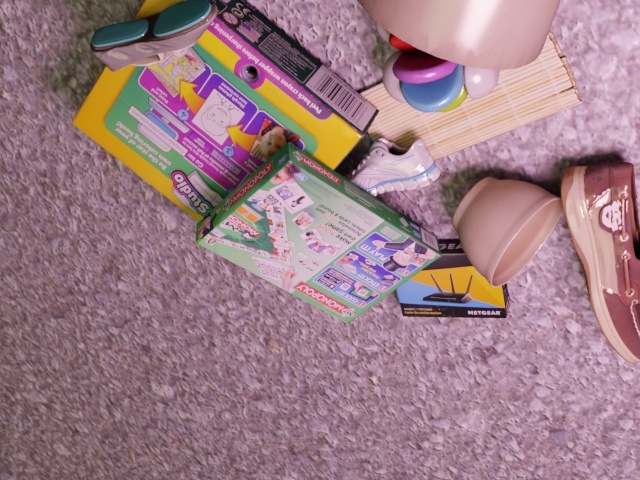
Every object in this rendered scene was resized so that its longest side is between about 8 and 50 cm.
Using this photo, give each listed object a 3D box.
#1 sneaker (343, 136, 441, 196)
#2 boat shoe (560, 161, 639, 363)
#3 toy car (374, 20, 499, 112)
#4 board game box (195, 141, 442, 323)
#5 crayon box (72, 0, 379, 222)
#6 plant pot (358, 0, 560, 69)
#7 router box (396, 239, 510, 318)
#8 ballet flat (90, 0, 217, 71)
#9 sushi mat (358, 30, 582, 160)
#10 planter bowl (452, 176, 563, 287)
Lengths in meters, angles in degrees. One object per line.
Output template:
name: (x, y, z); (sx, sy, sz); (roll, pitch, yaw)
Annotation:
sneaker: (0.082, -0.112, 1.412); (0.190, 0.071, 0.083); (-15, 111, 21)
boat shoe: (0.458, 0.035, 1.367); (0.123, 0.123, 0.342); (-11, 115, 29)
toy car: (0.146, -0.252, 1.239); (0.159, 0.136, 0.182); (2, 115, 25)
board game box: (0.000, 0.000, 1.420); (0.317, 0.046, 0.213); (31, 127, -33)
crayon box: (-0.150, -0.187, 1.417); (0.363, 0.106, 0.313); (39, 126, -6)
plant pot: (0.194, -0.380, 1.052); (0.256, 0.256, 0.274); (25, 132, 2)
router box: (0.212, 0.063, 1.527); (0.178, 0.046, 0.133); (-2, 124, 22)
ballet flat: (-0.221, -0.281, 1.291); (0.213, 0.072, 0.068); (-7, 143, 26)
sushi mat: (0.205, -0.203, 1.345); (0.316, 0.019, 0.151); (-21, 115, 32)
planter bowl: (0.266, -0.027, 1.381); (0.109, 0.162, 0.162); (41, 135, 24)
